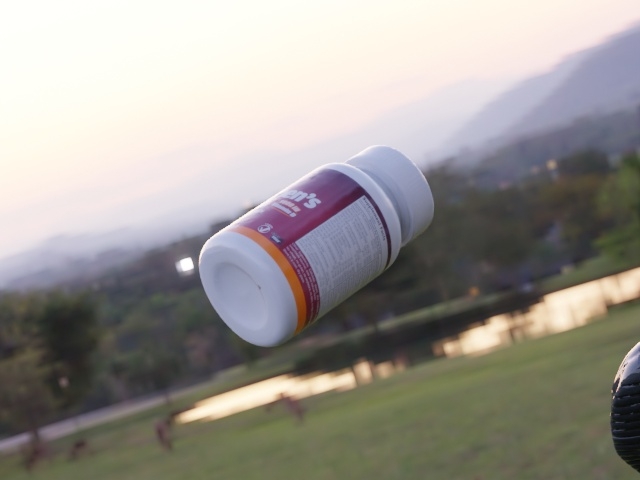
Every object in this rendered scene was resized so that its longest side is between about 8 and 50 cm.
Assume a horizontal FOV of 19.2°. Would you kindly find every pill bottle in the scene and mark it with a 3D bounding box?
[{"bbox_3d":[0.000,0.000,1.812,0.221,0.121,0.121,-35,11,-34],"label":"pill bottle"}]

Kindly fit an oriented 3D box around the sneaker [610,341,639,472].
[{"bbox_3d":[0.289,0.102,1.363,0.122,0.146,0.330,-15,-28,24],"label":"sneaker"}]
